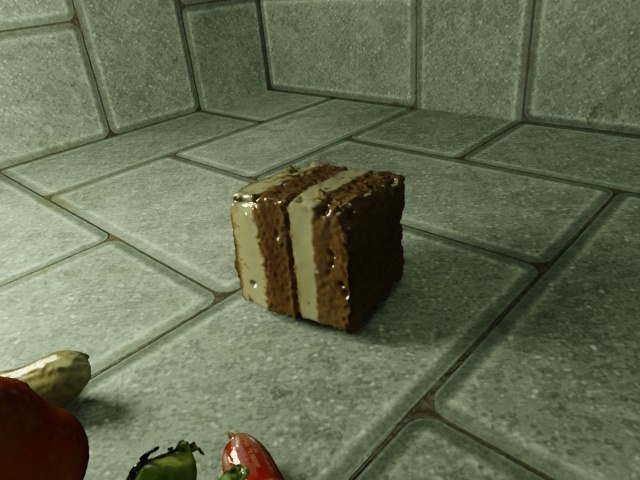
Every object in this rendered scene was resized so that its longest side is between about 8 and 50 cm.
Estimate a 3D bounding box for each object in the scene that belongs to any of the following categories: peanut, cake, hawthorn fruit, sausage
[{"bbox_3d":[-0.484,0.248,0.844,0.214,0.099,0.099,-17,30,-11],"label":"peanut"},{"bbox_3d":[0.000,0.000,1.040,0.290,0.281,0.256,9,25,32],"label":"cake"},{"bbox_3d":[-0.429,0.310,0.555,0.287,0.287,0.330,5,43,19],"label":"hawthorn fruit"},{"bbox_3d":[-0.065,0.335,0.632,0.074,0.074,0.274,-17,30,-20],"label":"sausage"}]

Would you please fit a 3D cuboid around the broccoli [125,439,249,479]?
[{"bbox_3d":[-0.135,0.337,0.487,0.243,0.273,0.180,-11,49,-44],"label":"broccoli"}]
